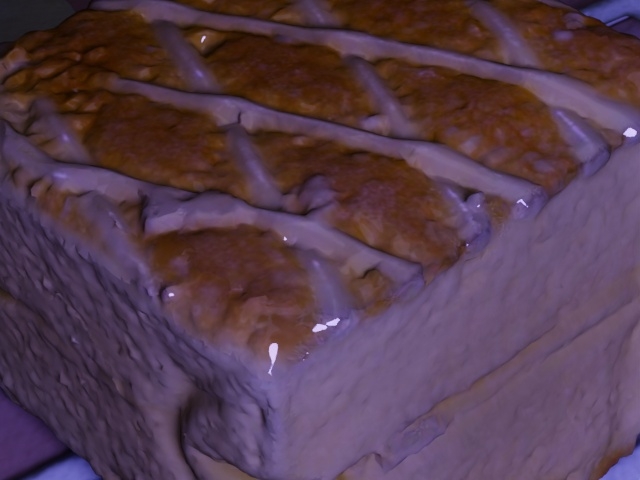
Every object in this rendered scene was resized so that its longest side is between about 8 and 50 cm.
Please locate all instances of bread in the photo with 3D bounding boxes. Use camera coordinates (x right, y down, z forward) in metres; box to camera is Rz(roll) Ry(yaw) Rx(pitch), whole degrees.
[{"bbox_3d":[0.000,0.000,1.177,0.371,0.279,0.390,-30,46,-30],"label":"bread"}]

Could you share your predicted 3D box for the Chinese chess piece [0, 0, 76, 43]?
[{"bbox_3d":[-0.307,-0.127,1.502,0.250,0.101,0.250,-1,36,0],"label":"Chinese chess piece"}]
